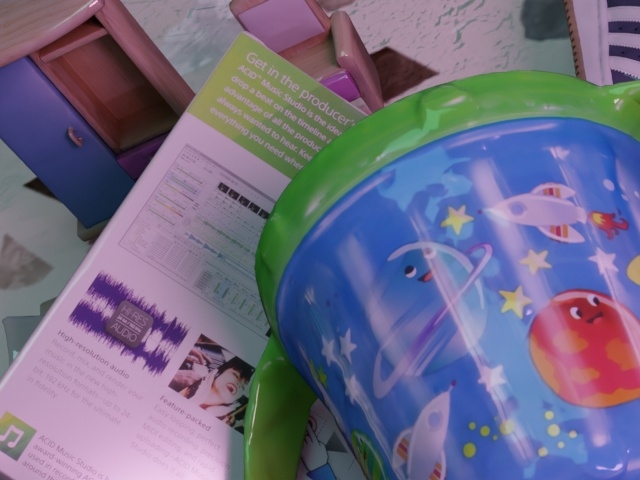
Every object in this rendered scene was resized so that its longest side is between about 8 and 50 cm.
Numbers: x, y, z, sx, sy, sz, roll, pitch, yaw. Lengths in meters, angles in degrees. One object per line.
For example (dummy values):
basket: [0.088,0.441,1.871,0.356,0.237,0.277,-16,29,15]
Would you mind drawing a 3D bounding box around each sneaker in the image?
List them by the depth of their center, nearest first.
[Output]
sneaker: [0.248,-0.108,1.059,0.153,0.099,0.282,-17,45,16]

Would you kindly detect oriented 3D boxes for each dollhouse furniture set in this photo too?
dollhouse furniture set: [-0.108,-0.016,1.074,0.286,0.198,0.303,-22,47,16]

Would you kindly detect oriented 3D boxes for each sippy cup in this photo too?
sippy cup: [0.105,0.071,0.844,0.240,0.305,0.224,-2,49,-23]

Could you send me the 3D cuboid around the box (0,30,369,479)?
box: [-0.037,0.059,1.001,0.232,0.058,0.322,34,68,-3]
